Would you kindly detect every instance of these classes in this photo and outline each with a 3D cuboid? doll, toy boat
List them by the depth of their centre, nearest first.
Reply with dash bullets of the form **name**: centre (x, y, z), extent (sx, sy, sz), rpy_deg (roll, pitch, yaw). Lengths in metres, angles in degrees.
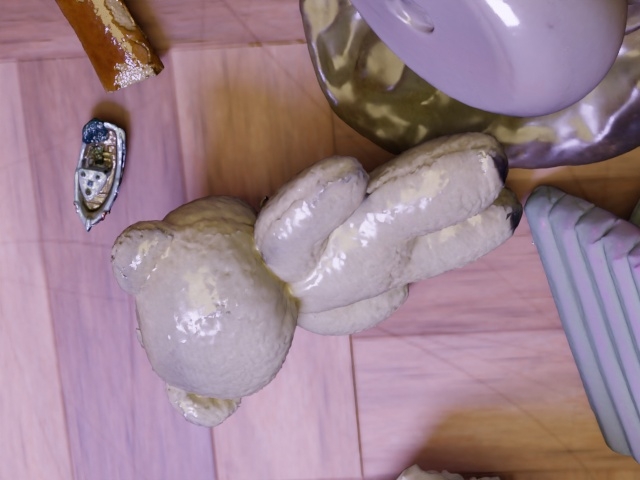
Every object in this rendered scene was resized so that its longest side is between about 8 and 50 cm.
- **doll**: centre (0.128, -0.200, 1.165), extent (0.251, 0.221, 0.221), rpy_deg (33, 111, 29)
- **doll**: centre (0.001, 0.002, 1.307), extent (0.278, 0.149, 0.175), rpy_deg (-20, 119, 1)
- **toy boat**: centre (-0.159, -0.046, 1.359), extent (0.038, 0.038, 0.083), rpy_deg (11, 107, 3)

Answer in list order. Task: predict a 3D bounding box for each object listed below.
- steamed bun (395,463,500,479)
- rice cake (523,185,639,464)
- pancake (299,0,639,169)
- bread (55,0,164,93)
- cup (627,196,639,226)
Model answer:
- **steamed bun**: centre (0.138, 0.338, 1.352), extent (0.272, 0.273, 0.290), rpy_deg (14, 113, -14)
- **rice cake**: centre (0.215, 0.072, 1.287), extent (0.037, 0.189, 0.198), rpy_deg (-25, 112, -16)
- **pancake**: centre (0.131, -0.176, 1.279), extent (0.294, 0.049, 0.294), rpy_deg (3, 108, 9)
- **bread**: centre (-0.147, -0.146, 1.327), extent (0.047, 0.036, 0.083), rpy_deg (-23, 105, 21)
- **cup**: centre (0.313, -0.026, 1.255), extent (0.258, 0.186, 0.234), rpy_deg (-1, 100, 36)
